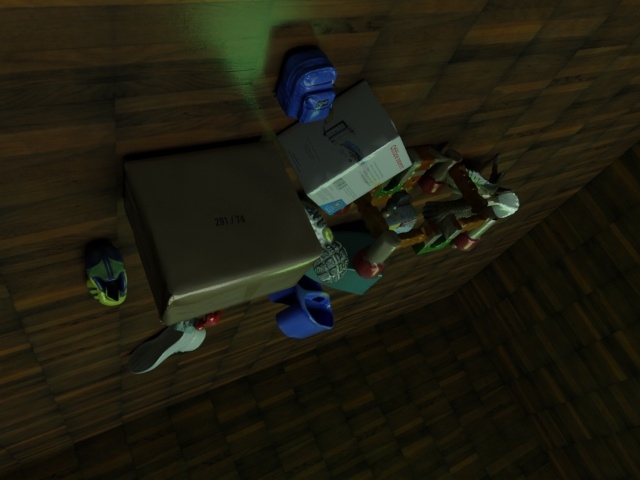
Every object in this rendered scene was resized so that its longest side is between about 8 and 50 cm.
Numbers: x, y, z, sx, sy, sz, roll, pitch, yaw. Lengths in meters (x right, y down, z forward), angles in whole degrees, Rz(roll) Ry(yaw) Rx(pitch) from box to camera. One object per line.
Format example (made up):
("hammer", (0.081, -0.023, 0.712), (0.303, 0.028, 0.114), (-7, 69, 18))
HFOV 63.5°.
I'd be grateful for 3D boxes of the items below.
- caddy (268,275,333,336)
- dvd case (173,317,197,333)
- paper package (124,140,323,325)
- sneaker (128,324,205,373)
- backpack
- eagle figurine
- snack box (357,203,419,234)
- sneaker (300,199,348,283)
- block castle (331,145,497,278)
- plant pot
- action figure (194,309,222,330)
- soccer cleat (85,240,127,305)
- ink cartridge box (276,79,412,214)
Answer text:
("caddy", (-0.056, 0.233, 1.961), (0.179, 0.241, 0.341), (-25, 161, 12))
("dvd case", (-0.464, 0.276, 1.800), (0.119, 0.013, 0.087), (50, 59, -67))
("paper package", (-0.208, -0.026, 1.066), (0.324, 0.310, 0.168), (-14, 160, -29))
("sneaker", (-0.563, 0.409, 1.937), (0.292, 0.108, 0.169), (-34, 155, 14))
("backpack", (-0.017, -0.291, 0.976), (0.098, 0.101, 0.120), (-24, 156, -28))
("eagle figurine", (0.523, -0.158, 1.821), (0.298, 0.226, 0.225), (-17, 178, -37))
("snack box", (0.237, -0.040, 1.906), (0.207, 0.070, 0.174), (-16, 156, -23))
("sneaker", (0.000, 0.000, 1.487), (0.107, 0.110, 0.275), (-24, 116, -2))
("block castle", (0.251, -0.083, 1.501), (0.453, 0.303, 0.213), (-13, 156, -30))
("plant pot", (0.065, 0.064, 1.770), (0.234, 0.166, 0.165), (12, 147, -20))
("action figure", (-0.330, 0.175, 1.723), (0.280, 0.139, 0.091), (-45, 161, -17))
("soccer cleat", (-0.523, 0.114, 1.276), (0.093, 0.121, 0.289), (-18, 157, -25))
("ink cartridge box", (0.058, -0.203, 1.171), (0.232, 0.168, 0.171), (-31, 159, 9))
